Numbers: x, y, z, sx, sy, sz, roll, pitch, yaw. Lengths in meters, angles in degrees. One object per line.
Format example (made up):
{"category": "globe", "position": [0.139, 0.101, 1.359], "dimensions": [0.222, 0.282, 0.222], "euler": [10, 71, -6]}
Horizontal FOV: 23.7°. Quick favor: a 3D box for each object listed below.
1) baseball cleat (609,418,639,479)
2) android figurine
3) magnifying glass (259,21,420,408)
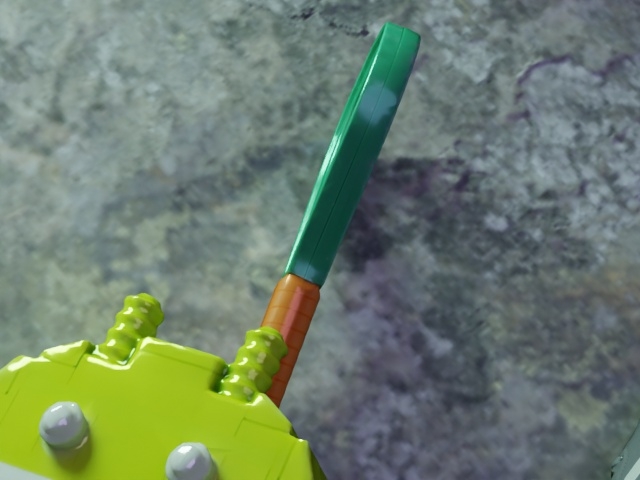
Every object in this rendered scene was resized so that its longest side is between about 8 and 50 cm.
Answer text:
{"category": "baseball cleat", "position": [0.122, 0.141, 0.688], "dimensions": [0.109, 0.072, 0.206], "euler": [4, 46, 17]}
{"category": "android figurine", "position": [-0.099, 0.146, 0.613], "dimensions": [0.248, 0.056, 0.273], "euler": [15, 64, 24]}
{"category": "magnifying glass", "position": [0.000, 0.000, 0.730], "dimensions": [0.026, 0.092, 0.231], "euler": [24, 73, -4]}
